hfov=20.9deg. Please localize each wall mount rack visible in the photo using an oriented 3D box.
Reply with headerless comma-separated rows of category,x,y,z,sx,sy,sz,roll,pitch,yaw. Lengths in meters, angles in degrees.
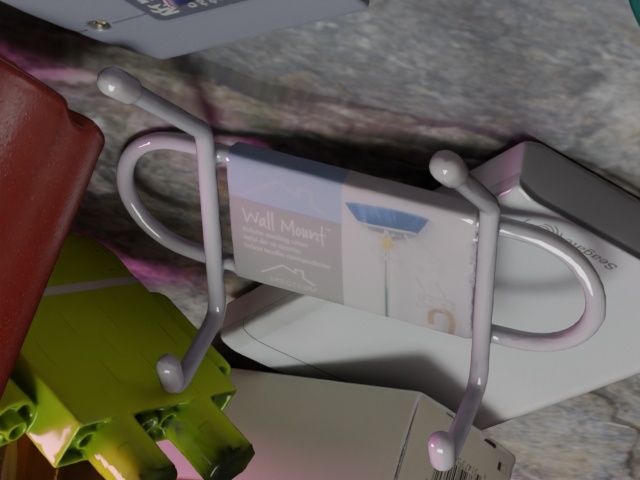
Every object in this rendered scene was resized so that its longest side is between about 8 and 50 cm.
wall mount rack,0.000,0.000,1.092,0.350,0.130,0.304,14,137,17

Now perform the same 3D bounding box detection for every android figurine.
android figurine,-0.173,0.077,1.233,0.248,0.273,0.056,-10,137,-55

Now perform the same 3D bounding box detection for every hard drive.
hard drive,0.118,0.054,1.274,0.233,0.047,0.353,27,147,-26

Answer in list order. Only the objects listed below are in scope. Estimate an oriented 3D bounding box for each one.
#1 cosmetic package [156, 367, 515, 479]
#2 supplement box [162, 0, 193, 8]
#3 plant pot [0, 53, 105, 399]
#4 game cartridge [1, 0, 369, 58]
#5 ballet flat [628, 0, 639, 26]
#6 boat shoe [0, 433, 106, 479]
cosmetic package,-0.019,0.181,1.406,0.309,0.113,0.160,2,157,39
supplement box,0.055,-0.257,0.449,0.356,0.195,0.194,-27,130,14
plant pot,-0.271,0.009,1.002,0.272,0.265,0.272,25,172,4
game cartridge,-0.109,-0.174,0.872,0.198,0.062,0.297,-5,163,30
ballet flat,0.176,-0.178,0.844,0.067,0.073,0.206,-22,149,2
boat shoe,-0.184,0.139,1.292,0.120,0.324,0.122,8,122,-8
